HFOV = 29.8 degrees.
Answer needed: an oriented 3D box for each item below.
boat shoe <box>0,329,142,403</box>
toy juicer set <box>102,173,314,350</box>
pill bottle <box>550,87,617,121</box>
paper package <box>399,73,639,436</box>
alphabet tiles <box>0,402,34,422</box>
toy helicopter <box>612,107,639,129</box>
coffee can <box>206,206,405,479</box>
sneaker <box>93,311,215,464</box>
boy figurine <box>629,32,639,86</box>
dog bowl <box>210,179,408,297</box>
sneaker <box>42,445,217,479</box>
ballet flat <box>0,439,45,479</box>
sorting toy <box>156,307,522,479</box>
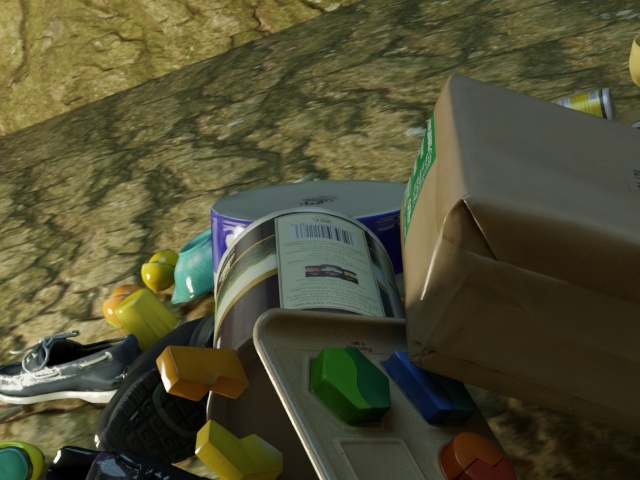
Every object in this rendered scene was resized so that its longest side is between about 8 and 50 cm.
[{"bbox_3d":[-0.321,0.157,1.508,0.254,0.079,0.095,-4,18,36],"label":"boat shoe"},{"bbox_3d":[-0.155,0.035,1.661,0.329,0.089,0.209,-40,14,-20],"label":"toy juicer set"},{"bbox_3d":[0.352,-0.168,1.679,0.116,0.065,0.065,-12,24,21],"label":"pill bottle"},{"bbox_3d":[0.230,0.009,1.066,0.309,0.168,0.325,17,25,-4],"label":"paper package"},{"bbox_3d":[-0.498,0.245,1.495,0.237,0.009,0.198,-13,6,20],"label":"alphabet tiles"},{"bbox_3d":[0.370,-0.079,1.428,0.355,0.140,0.235,-28,29,13],"label":"toy helicopter"},{"bbox_3d":[-0.007,0.106,1.192,0.201,0.201,0.275,-20,21,4],"label":"coffee can"},{"bbox_3d":[-0.175,0.172,1.349,0.130,0.109,0.286,-16,12,30],"label":"sneaker"},{"bbox_3d":[0.560,-0.252,1.652,0.285,0.092,0.177,8,39,45],"label":"boy figurine"},{"bbox_3d":[0.000,0.000,1.455,0.265,0.104,0.265,-4,13,1],"label":"dog bowl"},{"bbox_3d":[-0.149,0.245,1.072,0.283,0.124,0.107,-3,50,44],"label":"sneaker"},{"bbox_3d":[-0.418,0.276,1.365,0.231,0.077,0.077,-16,1,6],"label":"ballet flat"},{"bbox_3d":[0.035,0.145,0.905,0.307,0.229,0.041,8,-45,-42],"label":"sorting toy"}]
